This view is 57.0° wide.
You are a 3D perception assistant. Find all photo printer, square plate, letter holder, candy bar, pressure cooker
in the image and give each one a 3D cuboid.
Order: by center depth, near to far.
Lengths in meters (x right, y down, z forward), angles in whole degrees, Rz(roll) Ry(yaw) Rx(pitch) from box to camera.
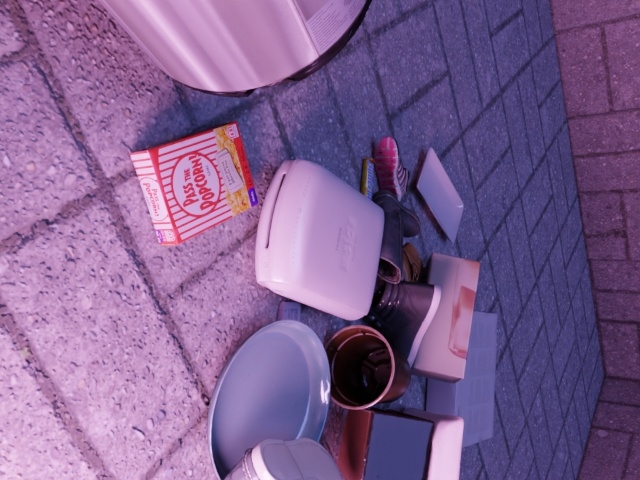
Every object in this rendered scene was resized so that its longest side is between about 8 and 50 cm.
[{"bbox_3d":[-0.136,-0.417,0.670,0.420,0.376,0.369,46,43,-66],"label":"pressure cooker"},{"bbox_3d":[0.000,0.000,1.139,0.307,0.107,0.256,29,67,-50],"label":"photo printer"},{"bbox_3d":[0.104,0.514,1.264,0.152,0.214,0.301,15,77,-20],"label":"letter holder"},{"bbox_3d":[0.211,0.553,1.312,0.049,0.347,0.344,12,76,-9],"label":"square plate"},{"bbox_3d":[0.107,-0.114,1.359,0.040,0.018,0.161,15,79,-53],"label":"candy bar"}]

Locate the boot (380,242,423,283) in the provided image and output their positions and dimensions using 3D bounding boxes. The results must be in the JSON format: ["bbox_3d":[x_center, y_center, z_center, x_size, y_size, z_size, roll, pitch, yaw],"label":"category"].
[{"bbox_3d":[0.218,0.115,1.465,0.152,0.073,0.197,-47,128,-48],"label":"boot"}]

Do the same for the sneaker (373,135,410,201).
[{"bbox_3d":[0.175,-0.171,1.416,0.075,0.063,0.170,-36,123,-47],"label":"sneaker"}]

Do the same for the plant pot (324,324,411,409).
[{"bbox_3d":[0.107,0.275,1.251,0.165,0.167,0.167,32,64,-58],"label":"plant pot"}]

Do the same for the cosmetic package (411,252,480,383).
[{"bbox_3d":[0.311,0.199,1.496,0.153,0.129,0.296,86,17,-73],"label":"cosmetic package"}]

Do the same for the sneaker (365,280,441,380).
[{"bbox_3d":[0.161,0.211,1.375,0.104,0.147,0.295,-74,-178,-68],"label":"sneaker"}]

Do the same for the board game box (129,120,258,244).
[{"bbox_3d":[-0.192,-0.095,0.934,0.193,0.045,0.146,-34,117,-48],"label":"board game box"}]

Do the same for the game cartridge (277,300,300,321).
[{"bbox_3d":[-0.061,0.158,1.134,0.056,0.017,0.083,7,84,-57],"label":"game cartridge"}]

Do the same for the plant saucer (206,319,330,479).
[{"bbox_3d":[-0.091,0.297,1.056,0.318,0.044,0.317,-6,98,-53],"label":"plant saucer"}]

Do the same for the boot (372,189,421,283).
[{"bbox_3d":[0.176,0.006,1.356,0.190,0.076,0.208,35,37,-36],"label":"boot"}]

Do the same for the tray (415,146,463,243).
[{"bbox_3d":[0.330,-0.121,1.649,0.270,0.030,0.145,49,54,-42],"label":"tray"}]

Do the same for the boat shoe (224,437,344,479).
[{"bbox_3d":[-0.052,0.419,1.034,0.319,0.099,0.116,40,15,-55],"label":"boat shoe"}]

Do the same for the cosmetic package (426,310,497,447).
[{"bbox_3d":[0.410,0.387,1.696,0.284,0.097,0.377,14,78,-54],"label":"cosmetic package"}]
